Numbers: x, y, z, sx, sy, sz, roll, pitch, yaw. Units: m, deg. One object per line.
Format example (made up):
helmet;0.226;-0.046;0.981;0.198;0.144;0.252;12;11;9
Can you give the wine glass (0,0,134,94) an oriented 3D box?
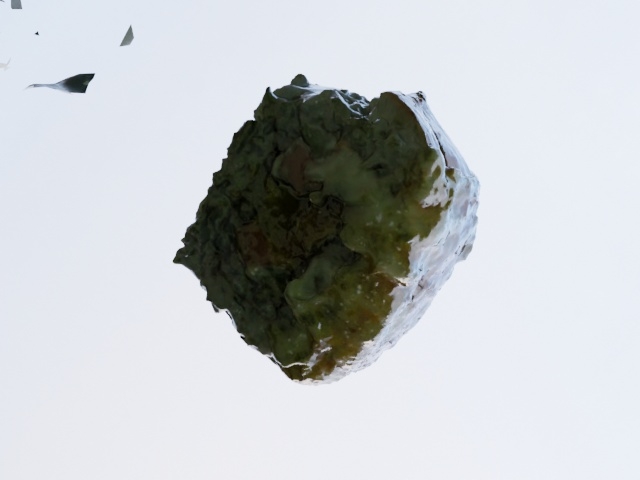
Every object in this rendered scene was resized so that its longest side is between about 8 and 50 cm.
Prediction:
wine glass;-0.129;-0.212;0.266;0.190;0.190;0.357;-42;-93;17

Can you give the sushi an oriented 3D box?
sushi;0.000;0.000;0.935;0.184;0.139;0.274;39;-71;20
